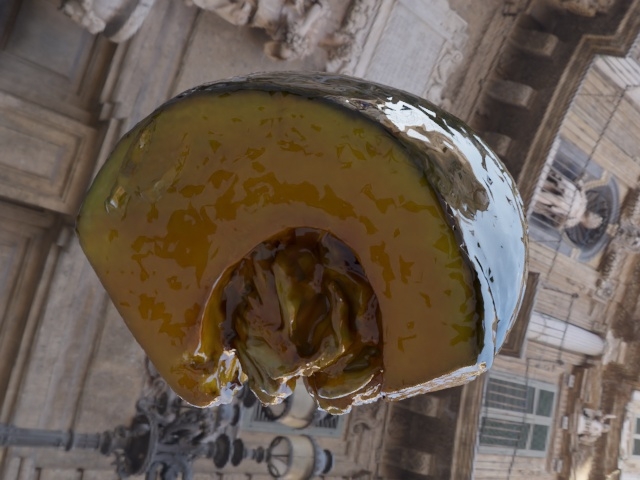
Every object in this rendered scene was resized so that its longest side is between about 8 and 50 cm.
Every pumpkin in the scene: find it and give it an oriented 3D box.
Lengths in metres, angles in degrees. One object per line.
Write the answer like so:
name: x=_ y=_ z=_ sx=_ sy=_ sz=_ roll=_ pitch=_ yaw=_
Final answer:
pumpkin: x=0.000 y=0.000 z=0.451 sx=0.303 sy=0.225 sz=0.257 roll=-10 pitch=-93 yaw=18
